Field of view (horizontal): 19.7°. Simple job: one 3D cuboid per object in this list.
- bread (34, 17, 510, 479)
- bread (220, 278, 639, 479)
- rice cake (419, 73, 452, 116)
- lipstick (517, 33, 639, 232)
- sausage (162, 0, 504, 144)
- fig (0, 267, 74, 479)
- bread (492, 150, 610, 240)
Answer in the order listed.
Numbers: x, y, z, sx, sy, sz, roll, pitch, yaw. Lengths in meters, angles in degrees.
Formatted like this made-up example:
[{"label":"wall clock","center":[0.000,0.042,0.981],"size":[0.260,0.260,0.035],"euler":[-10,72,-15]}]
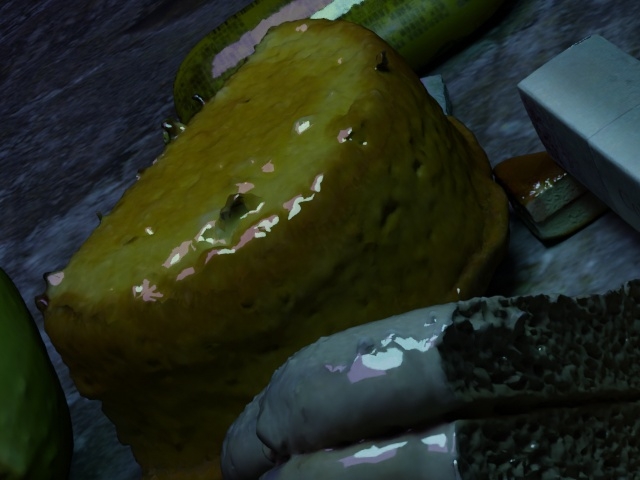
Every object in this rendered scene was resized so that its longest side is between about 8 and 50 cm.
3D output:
[{"label":"bread","center":[0.000,0.000,1.145],"size":[0.179,0.194,0.340],"euler":[-2,41,48]},{"label":"bread","center":[0.067,0.092,0.821],"size":[0.183,0.102,0.337],"euler":[-24,-15,31]},{"label":"rice cake","center":[0.086,-0.068,1.361],"size":[0.033,0.033,0.207],"euler":[-19,28,9]},{"label":"lipstick","center":[0.215,-0.028,1.036],"size":[0.068,0.066,0.317],"euler":[-34,32,-4]},{"label":"sausage","center":[0.017,-0.172,1.523],"size":[0.347,0.123,0.123],"euler":[-33,25,3]},{"label":"fig","center":[-0.315,0.124,1.185],"size":[0.343,0.343,0.343],"euler":[-27,25,14]},{"label":"bread","center":[0.150,-0.029,1.198],"size":[0.109,0.043,0.062],"euler":[-9,33,41]}]
